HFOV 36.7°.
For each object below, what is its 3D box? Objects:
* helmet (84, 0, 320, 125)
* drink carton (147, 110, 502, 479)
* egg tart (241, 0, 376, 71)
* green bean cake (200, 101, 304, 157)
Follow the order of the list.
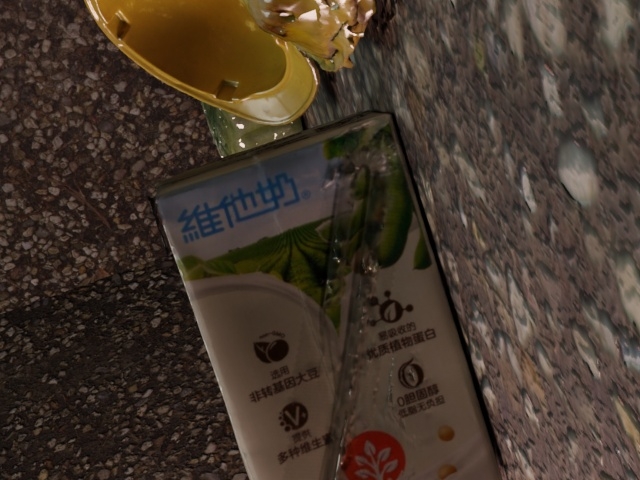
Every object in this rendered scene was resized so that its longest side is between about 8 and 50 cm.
[{"bbox_3d":[-0.098,-0.245,0.952,0.205,0.257,0.140,-42,22,60],"label":"helmet"},{"bbox_3d":[0.005,0.078,0.786,0.132,0.194,0.325,-140,31,-77],"label":"drink carton"},{"bbox_3d":[-0.040,-0.240,0.643,0.279,0.095,0.279,162,90,-85],"label":"egg tart"},{"bbox_3d":[-0.103,-0.211,1.329,0.227,0.124,0.223,83,167,-48],"label":"green bean cake"}]
